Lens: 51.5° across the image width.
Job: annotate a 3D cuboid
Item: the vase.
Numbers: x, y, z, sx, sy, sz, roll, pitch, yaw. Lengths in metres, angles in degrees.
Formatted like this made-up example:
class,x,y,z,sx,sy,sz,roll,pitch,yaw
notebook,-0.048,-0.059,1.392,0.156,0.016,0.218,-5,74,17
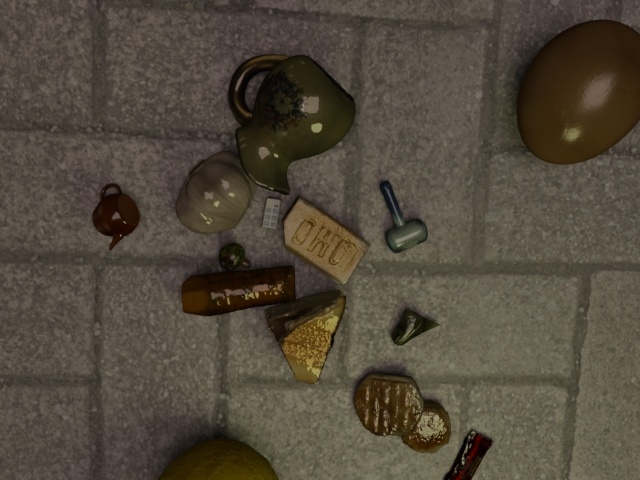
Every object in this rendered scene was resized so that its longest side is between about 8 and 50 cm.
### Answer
class,x,y,z,sx,sy,sz,roll,pitch,yaw
vase,-0.102,-0.319,1.645,0.302,0.241,0.329,-45,73,14

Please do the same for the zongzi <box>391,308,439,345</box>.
class,x,y,z,sx,sy,sz,roll,pitch,yaw
zongzi,0.263,0.257,1.844,0.113,0.052,0.104,24,102,-23

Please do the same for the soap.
class,x,y,z,sx,sy,sz,roll,pitch,yaw
soap,0.000,0.000,1.757,0.232,0.073,0.140,34,88,-10

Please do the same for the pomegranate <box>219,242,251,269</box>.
class,x,y,z,sx,sy,sz,roll,pitch,yaw
pomegranate,-0.227,0.049,1.736,0.073,0.073,0.084,-34,91,-1

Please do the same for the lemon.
class,x,y,z,sx,sy,sz,roll,pitch,yaw
lemon,-0.271,0.687,1.676,0.349,0.387,0.350,3,102,12

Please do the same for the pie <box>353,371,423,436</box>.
class,x,y,z,sx,sy,sz,roll,pitch,yaw
pie,0.187,0.454,1.828,0.195,0.046,0.195,-1,88,18

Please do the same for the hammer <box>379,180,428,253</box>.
class,x,y,z,sx,sy,sz,roll,pitch,yaw
hammer,0.208,-0.070,1.780,0.116,0.069,0.194,-23,96,-2

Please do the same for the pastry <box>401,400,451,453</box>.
class,x,y,z,sx,sy,sz,roll,pitch,yaw
pastry,0.294,0.524,1.865,0.153,0.081,0.153,-1,103,-6

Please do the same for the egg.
class,x,y,z,sx,sy,sz,roll,pitch,yaw
egg,0.658,-0.369,1.673,0.301,0.301,0.374,36,103,-11

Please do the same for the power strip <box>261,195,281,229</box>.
class,x,y,z,sx,sy,sz,roll,pitch,yaw
power strip,-0.130,-0.072,1.758,0.040,0.016,0.090,9,97,-8

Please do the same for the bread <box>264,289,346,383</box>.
class,x,y,z,sx,sy,sz,roll,pitch,yaw
bread,-0.010,0.260,1.738,0.224,0.183,0.211,-21,101,-1

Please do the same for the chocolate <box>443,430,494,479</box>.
class,x,y,z,sx,sy,sz,roll,pitch,yaw
chocolate,0.429,0.644,1.927,0.086,0.028,0.182,29,92,-13

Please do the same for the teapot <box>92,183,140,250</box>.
class,x,y,z,sx,sy,sz,roll,pitch,yaw
teapot,-0.525,-0.062,1.672,0.116,0.116,0.173,-14,73,-5

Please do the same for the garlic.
class,x,y,z,sx,sy,sz,roll,pitch,yaw
garlic,-0.259,-0.118,1.676,0.178,0.143,0.229,36,84,-9

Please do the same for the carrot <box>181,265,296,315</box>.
class,x,y,z,sx,sy,sz,roll,pitch,yaw
carrot,-0.209,0.131,1.732,0.301,0.114,0.114,-7,99,-7
